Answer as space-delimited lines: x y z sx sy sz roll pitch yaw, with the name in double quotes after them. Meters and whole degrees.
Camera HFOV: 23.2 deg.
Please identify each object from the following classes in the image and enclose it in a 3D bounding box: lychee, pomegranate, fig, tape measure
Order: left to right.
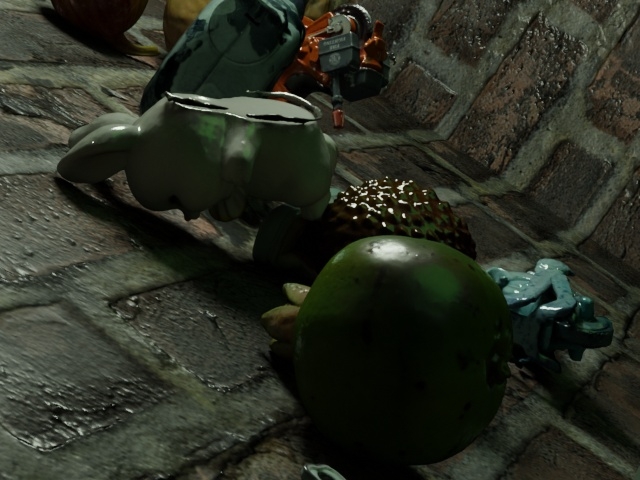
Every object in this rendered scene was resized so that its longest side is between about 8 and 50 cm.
-0.344 -0.379 2.496 0.175 0.207 0.175 -7 16 2 "fig"
-0.126 -0.241 2.175 0.147 0.275 0.256 37 19 -2 "tape measure"
0.051 0.100 1.563 0.302 0.236 0.236 13 -3 43 "pomegranate"
0.098 0.035 1.894 0.238 0.200 0.200 41 14 3 "lychee"

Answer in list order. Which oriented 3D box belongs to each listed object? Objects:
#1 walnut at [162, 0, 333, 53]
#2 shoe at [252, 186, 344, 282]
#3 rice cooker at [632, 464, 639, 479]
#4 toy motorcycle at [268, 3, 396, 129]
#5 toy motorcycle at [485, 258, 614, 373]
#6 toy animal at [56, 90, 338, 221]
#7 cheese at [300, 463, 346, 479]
-0.123 -0.376 2.670 0.296 0.285 0.285 -10 18 0 "walnut"
0.000 0.000 1.997 0.100 0.103 0.251 36 19 17 "shoe"
0.367 0.319 1.436 0.280 0.227 0.241 26 -7 3 "rice cooker"
-0.044 -0.238 2.416 0.325 0.221 0.148 -12 -15 30 "toy motorcycle"
0.292 0.100 2.244 0.206 0.154 0.260 2 15 -21 "toy motorcycle"
-0.138 -0.104 1.847 0.325 0.154 0.208 11 15 -5 "toy animal"
0.071 0.268 1.263 0.249 0.071 0.163 36 13 10 "cheese"
